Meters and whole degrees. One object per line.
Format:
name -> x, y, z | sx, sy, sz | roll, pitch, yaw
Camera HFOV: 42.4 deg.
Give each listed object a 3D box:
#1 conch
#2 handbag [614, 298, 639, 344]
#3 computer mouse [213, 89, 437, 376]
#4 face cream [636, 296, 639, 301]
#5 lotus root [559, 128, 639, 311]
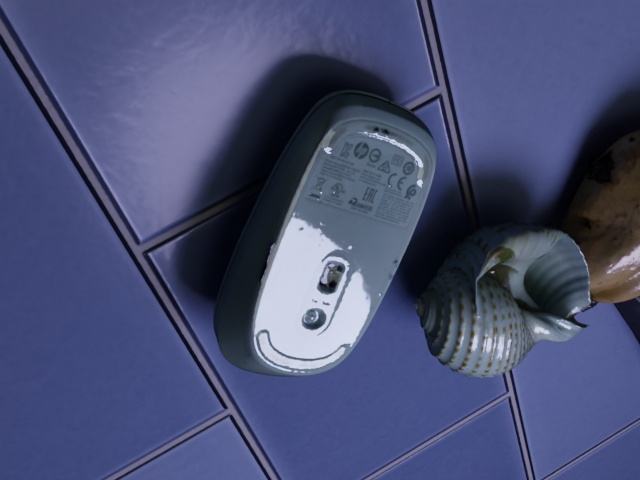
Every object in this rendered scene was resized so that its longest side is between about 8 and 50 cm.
conch -> 0.191, 0.063, 0.905 | 0.200, 0.131, 0.172 | 4, 95, -36
handbag -> 0.511, 0.078, 1.110 | 0.211, 0.089, 0.254 | -37, 119, 5
computer mouse -> -0.003, -0.001, 0.777 | 0.159, 0.097, 0.289 | 15, 102, -33
face cream -> 0.469, -0.007, 0.991 | 0.095, 0.096, 0.214 | 27, 88, -38
lotus root -> 0.358, -0.033, 0.924 | 0.154, 0.140, 0.257 | 34, 112, -10
